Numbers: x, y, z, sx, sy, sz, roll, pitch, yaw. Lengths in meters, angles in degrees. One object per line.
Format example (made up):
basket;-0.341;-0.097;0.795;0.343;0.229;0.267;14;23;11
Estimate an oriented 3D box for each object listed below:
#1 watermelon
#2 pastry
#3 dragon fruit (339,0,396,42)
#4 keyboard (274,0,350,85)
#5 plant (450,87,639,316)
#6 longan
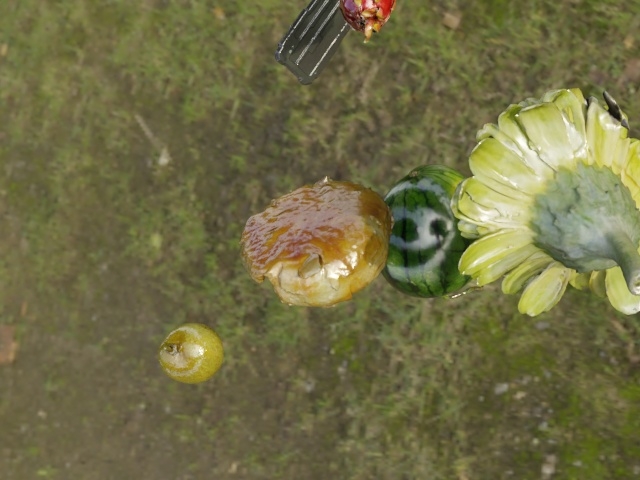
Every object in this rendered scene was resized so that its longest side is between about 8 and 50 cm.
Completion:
watermelon;0.193;-0.001;1.821;0.127;0.204;0.232;19;118;59
pastry;0.000;0.000;1.630;0.229;0.100;0.218;-33;39;-11
dragon fruit;0.071;-0.372;1.867;0.094;0.094;0.190;-39;23;34
keyboard;0.018;-0.409;2.090;0.262;0.106;0.016;-55;35;-7
plant;0.311;-0.049;1.334;0.297;0.306;0.261;141;139;-76
longan;-0.148;0.125;1.291;0.075;0.083;0.075;-6;75;25
